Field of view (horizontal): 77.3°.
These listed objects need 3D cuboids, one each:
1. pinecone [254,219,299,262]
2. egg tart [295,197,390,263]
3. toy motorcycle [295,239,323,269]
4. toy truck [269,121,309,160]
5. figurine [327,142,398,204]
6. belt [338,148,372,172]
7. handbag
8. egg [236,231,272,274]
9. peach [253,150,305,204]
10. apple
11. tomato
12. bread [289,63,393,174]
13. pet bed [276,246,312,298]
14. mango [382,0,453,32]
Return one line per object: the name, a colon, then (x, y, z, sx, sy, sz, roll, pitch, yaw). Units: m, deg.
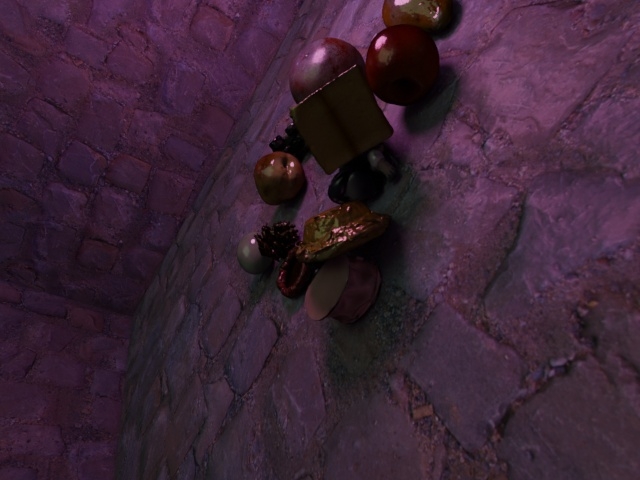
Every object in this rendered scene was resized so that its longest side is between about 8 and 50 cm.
pinecone: (-0.160, -0.002, 1.518, 0.174, 0.174, 0.173, -38, 38, 38)
egg tart: (0.049, -0.035, 1.088, 0.295, 0.116, 0.295, -26, 7, 3)
toy motorcycle: (0.000, 0.000, 1.278, 0.212, 0.118, 0.084, -52, 17, 20)
toy truck: (-0.112, -0.454, 1.818, 0.224, 0.147, 0.165, -35, 18, 37)
figurine: (0.121, -0.185, 1.218, 0.222, 0.146, 0.145, -42, 36, 31)
belt: (0.123, -0.279, 1.341, 0.148, 0.082, 0.162, -42, 35, 41)
handbag: (0.059, 0.131, 1.082, 0.205, 0.117, 0.179, -56, 30, 16)
egg: (-0.266, 0.051, 1.637, 0.149, 0.150, 0.192, -42, 44, 35)
peach: (-0.186, -0.255, 1.697, 0.235, 0.215, 0.214, -47, 33, 41)
apple: (0.244, -0.524, 1.201, 0.218, 0.219, 0.201, -26, 50, 48)
tomato: (0.029, -0.635, 1.590, 0.317, 0.283, 0.316, -25, 48, 32)
bread: (0.040, -0.394, 1.250, 0.234, 0.244, 0.361, -32, 29, 8)
pet bed: (-0.088, 0.106, 1.408, 0.201, 0.054, 0.201, -40, 32, 32)
mango: (0.326, -0.777, 1.346, 0.192, 0.146, 0.316, -59, 39, 17)
